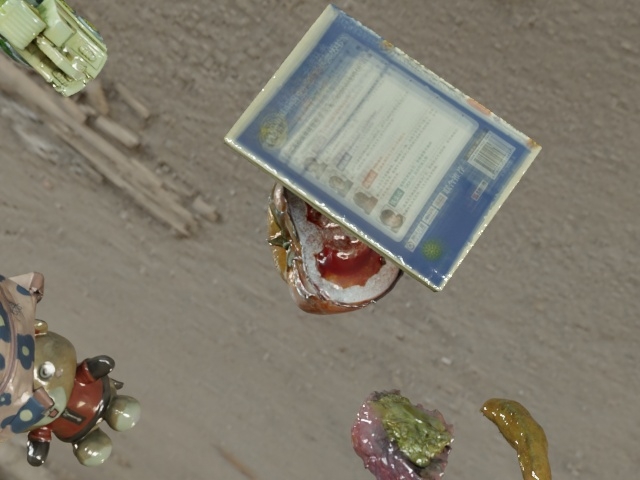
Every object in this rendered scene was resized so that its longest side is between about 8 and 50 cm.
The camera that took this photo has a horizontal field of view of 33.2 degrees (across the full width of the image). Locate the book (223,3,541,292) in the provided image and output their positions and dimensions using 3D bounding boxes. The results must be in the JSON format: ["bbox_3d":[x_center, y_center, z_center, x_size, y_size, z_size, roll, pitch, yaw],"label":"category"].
[{"bbox_3d":[0.076,-0.116,1.309,0.322,0.228,0.018,36,169,7],"label":"book"}]

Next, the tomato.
[{"bbox_3d":[0.000,0.000,1.473,0.155,0.180,0.214,-26,75,62],"label":"tomato"}]

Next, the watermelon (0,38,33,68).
[{"bbox_3d":[-0.429,-0.287,1.561,0.085,0.061,0.085,33,-174,-4],"label":"watermelon"}]

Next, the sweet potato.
[{"bbox_3d":[0.265,0.261,1.384,0.054,0.053,0.182,24,-158,-28],"label":"sweet potato"}]

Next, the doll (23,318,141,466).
[{"bbox_3d":[-0.472,0.262,1.885,0.330,0.235,0.174,39,-171,-47],"label":"doll"}]

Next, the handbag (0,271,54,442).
[{"bbox_3d":[-0.461,0.137,1.375,0.193,0.252,0.190,-22,149,20],"label":"handbag"}]

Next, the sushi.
[{"bbox_3d":[0.121,0.321,1.682,0.161,0.241,0.107,24,114,7],"label":"sushi"}]

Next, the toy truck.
[{"bbox_3d":[-0.318,-0.233,1.175,0.191,0.085,0.116,40,-173,-35],"label":"toy truck"}]
